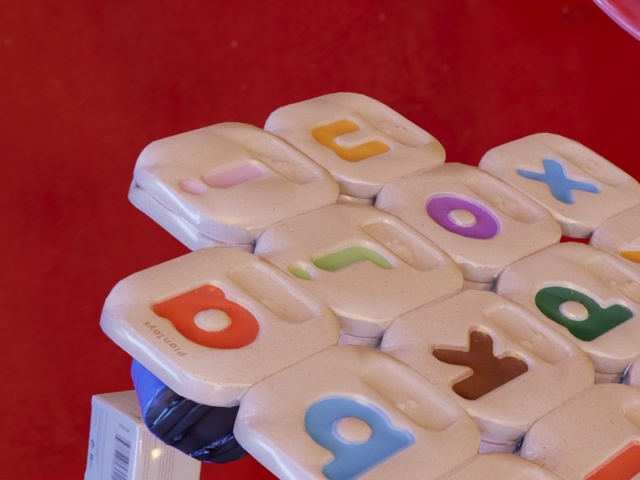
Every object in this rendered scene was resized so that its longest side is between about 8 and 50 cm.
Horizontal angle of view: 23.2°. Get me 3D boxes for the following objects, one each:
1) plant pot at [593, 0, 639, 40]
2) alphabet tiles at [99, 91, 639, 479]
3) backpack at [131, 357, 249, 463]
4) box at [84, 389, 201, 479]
[{"bbox_3d":[0.296,-0.276,0.985,0.243,0.275,0.275,-40,104,-19],"label":"plant pot"},{"bbox_3d":[0.074,0.035,0.535,0.284,0.021,0.278,36,33,24],"label":"alphabet tiles"},{"bbox_3d":[-0.056,0.073,0.971,0.098,0.101,0.120,34,103,-29],"label":"backpack"},{"bbox_3d":[-0.185,0.219,1.640,0.087,0.102,0.101,-3,107,-37],"label":"box"}]
